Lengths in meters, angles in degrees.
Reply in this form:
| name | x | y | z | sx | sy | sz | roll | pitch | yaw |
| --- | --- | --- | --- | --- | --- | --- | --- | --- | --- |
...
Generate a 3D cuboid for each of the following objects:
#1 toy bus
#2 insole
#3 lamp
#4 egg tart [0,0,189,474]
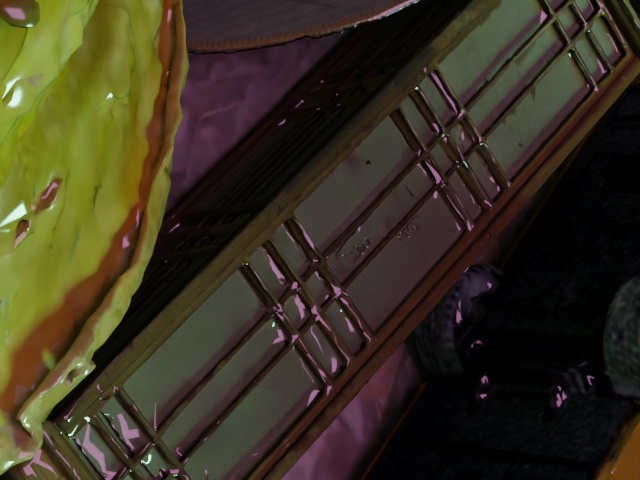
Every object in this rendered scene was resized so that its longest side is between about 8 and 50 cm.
| name | x | y | z | sx | sy | sz | roll | pitch | yaw |
| --- | --- | --- | --- | --- | --- | --- | --- | --- | --- |
| toy bus | 0.147 | 0.012 | 0.745 | 0.335 | 0.121 | 0.123 | -54 | 124 | -29 |
| insole | 0.031 | -0.105 | 0.666 | 0.188 | 0.064 | 0.004 | -20 | 132 | -6 |
| lamp | 0.000 | 0.000 | 0.651 | 0.325 | 0.090 | 0.089 | -47 | 112 | -31 |
| egg tart | -0.183 | -0.125 | 0.425 | 0.443 | 0.178 | 0.443 | 20 | 59 | -37 |
